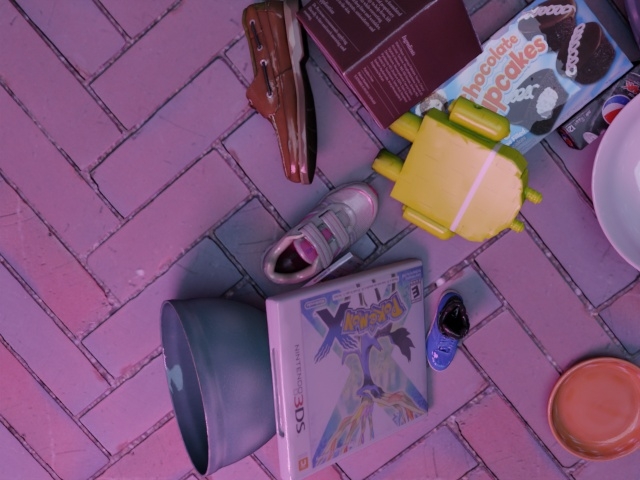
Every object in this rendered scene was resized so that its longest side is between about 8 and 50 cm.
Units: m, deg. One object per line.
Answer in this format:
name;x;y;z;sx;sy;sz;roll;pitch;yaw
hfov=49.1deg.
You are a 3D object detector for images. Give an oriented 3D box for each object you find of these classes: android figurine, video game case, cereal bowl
android figurine;0.223;-0.106;1.144;0.272;0.056;0.248;28;128;12
video game case;0.016;0.065;1.229;0.122;0.087;0.011;-37;72;8
cereal bowl;0.610;-0.093;1.077;0.338;0.141;0.339;3;95;45
video game case;0.059;0.206;1.172;0.328;0.036;0.300;-13;104;-40

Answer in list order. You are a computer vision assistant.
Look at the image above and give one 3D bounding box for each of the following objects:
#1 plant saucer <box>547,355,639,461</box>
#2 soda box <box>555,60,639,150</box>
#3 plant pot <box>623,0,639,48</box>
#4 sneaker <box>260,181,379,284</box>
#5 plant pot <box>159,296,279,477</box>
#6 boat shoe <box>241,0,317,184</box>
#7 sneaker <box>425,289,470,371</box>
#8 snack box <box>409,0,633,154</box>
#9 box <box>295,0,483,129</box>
plant saucer;0.511;0.303;1.276;0.199;0.037;0.200;0;101;2
soda box;0.476;-0.224;1.165;0.169;0.060;0.053;-40;97;9
plant pot;0.578;-0.391;1.025;0.235;0.293;0.293;-16;100;18
sneaker;0.000;0.000;1.203;0.252;0.111;0.103;-42;96;9
plant pot;-0.141;0.226;1.189;0.196;0.293;0.293;-10;101;-23
boat shoe;-0.068;-0.243;1.171;0.104;0.110;0.308;-5;91;7
sneaker;0.223;0.169;1.239;0.058;0.084;0.152;13;101;0
snack box;0.325;-0.255;1.166;0.322;0.060;0.187;-40;96;9
box;0.107;-0.319;1.079;0.203;0.167;0.169;-37;56;8
